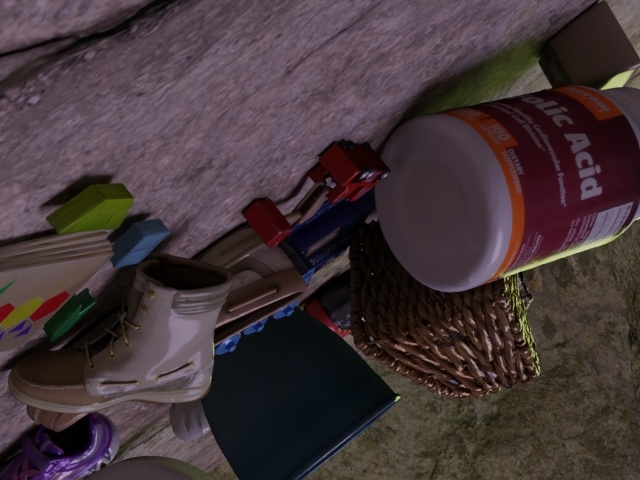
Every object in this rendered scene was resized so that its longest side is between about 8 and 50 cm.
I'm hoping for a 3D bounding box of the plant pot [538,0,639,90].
[{"bbox_3d":[0.374,-0.256,1.597,0.096,0.109,0.109,-25,167,-7],"label":"plant pot"}]

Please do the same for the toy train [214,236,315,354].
[{"bbox_3d":[-0.095,0.073,1.456,0.184,0.080,0.105,-30,158,-29],"label":"toy train"}]

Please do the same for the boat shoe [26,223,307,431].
[{"bbox_3d":[-0.170,0.115,1.265,0.341,0.110,0.122,-37,170,-11],"label":"boat shoe"}]

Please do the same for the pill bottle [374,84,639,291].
[{"bbox_3d":[0.285,-0.083,1.476,0.392,0.224,0.224,-16,158,-36],"label":"pill bottle"}]

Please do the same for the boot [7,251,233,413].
[{"bbox_3d":[-0.200,0.091,1.130,0.213,0.077,0.165,0,128,-23],"label":"boot"}]

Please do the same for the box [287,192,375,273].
[{"bbox_3d":[0.000,0.000,1.572,0.136,0.036,0.225,-34,168,-24],"label":"box"}]

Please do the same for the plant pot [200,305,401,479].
[{"bbox_3d":[-0.062,0.220,1.682,0.271,0.255,0.272,-37,170,-7],"label":"plant pot"}]

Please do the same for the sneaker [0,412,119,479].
[{"bbox_3d":[-0.365,0.293,1.441,0.236,0.095,0.104,-40,164,-23],"label":"sneaker"}]

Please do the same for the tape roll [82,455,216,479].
[{"bbox_3d":[-0.310,0.585,2.026,0.392,0.392,0.072,-41,169,10],"label":"tape roll"}]

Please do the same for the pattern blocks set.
[{"bbox_3d":[-0.260,0.050,0.908,0.285,0.026,0.325,-41,169,11],"label":"pattern blocks set"}]

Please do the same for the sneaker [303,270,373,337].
[{"bbox_3d":[0.070,0.115,2.123,0.135,0.098,0.276,-40,168,17],"label":"sneaker"}]

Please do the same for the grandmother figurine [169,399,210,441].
[{"bbox_3d":[-0.153,0.269,2.025,0.208,0.104,0.342,-55,166,28],"label":"grandmother figurine"}]

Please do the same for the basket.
[{"bbox_3d":[0.178,0.096,1.639,0.223,0.214,0.299,-20,-147,12],"label":"basket"}]

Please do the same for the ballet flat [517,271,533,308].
[{"bbox_3d":[0.314,0.017,1.839,0.058,0.250,0.084,2,-153,21],"label":"ballet flat"}]

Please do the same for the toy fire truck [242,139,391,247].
[{"bbox_3d":[0.000,-0.055,1.301,0.135,0.047,0.192,-42,170,16],"label":"toy fire truck"}]
